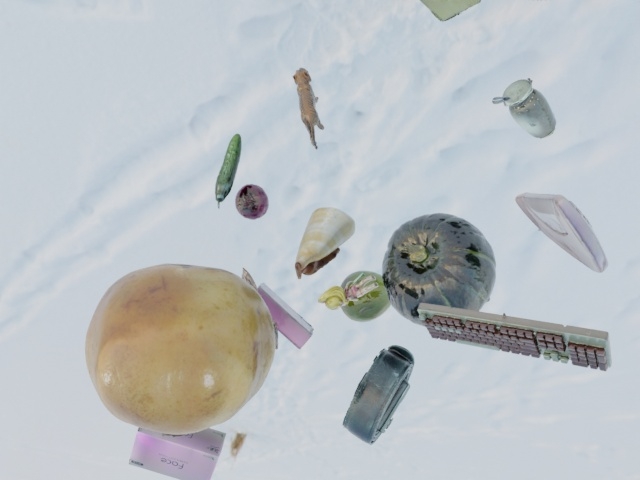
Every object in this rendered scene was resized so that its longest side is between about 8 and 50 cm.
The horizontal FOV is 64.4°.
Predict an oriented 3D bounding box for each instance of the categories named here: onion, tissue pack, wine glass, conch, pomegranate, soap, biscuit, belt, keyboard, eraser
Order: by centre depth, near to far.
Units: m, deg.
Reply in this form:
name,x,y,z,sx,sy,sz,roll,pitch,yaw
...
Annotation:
name,x,y,z,sx,sy,sz,roll,pitch,yaw
keyboard,0.171,0.087,0.465,0.165,0.017,0.055,5,141,36
pomegranate,-0.301,0.241,1.125,0.415,0.417,0.417,7,147,5
eraser,0.582,-0.023,1.176,0.243,0.059,0.204,43,-178,-9
belt,0.166,0.409,1.361,0.116,0.268,0.206,26,176,22
conch,-0.008,-0.008,1.423,0.127,0.255,0.158,41,136,14
tissue pack,-0.417,0.607,1.487,0.246,0.093,0.149,19,115,-4
biscuit,0.423,-0.792,1.612,0.147,0.046,0.250,30,170,-23
onion,-0.221,-0.123,1.619,0.115,0.115,0.104,-5,175,22
wine glass,0.673,-0.420,1.631,0.111,0.111,0.204,-21,140,39
soap,-0.145,0.267,1.836,0.259,0.081,0.181,41,178,-2

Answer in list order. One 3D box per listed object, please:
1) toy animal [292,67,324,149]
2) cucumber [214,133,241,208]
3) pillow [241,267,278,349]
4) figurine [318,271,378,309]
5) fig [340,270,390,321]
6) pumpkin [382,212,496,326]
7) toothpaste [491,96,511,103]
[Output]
name,x,y,z,sx,sy,sz,roll,pitch,yaw
toy animal,-0.034,-0.357,1.375,0.056,0.242,0.099,-14,155,11
cucumber,-0.288,-0.215,1.586,0.055,0.251,0.056,14,167,3
pillow,-0.190,0.207,1.541,0.049,0.248,0.135,-22,151,-22
figurine,0.082,0.155,1.541,0.187,0.083,0.083,-24,137,15
fig,0.178,0.216,1.997,0.207,0.208,0.230,26,156,-22
pumpkin,0.322,0.082,1.407,0.322,0.324,0.241,-10,150,29
toothpaste,0.493,-0.386,1.396,0.027,0.083,0.019,-15,104,-5
